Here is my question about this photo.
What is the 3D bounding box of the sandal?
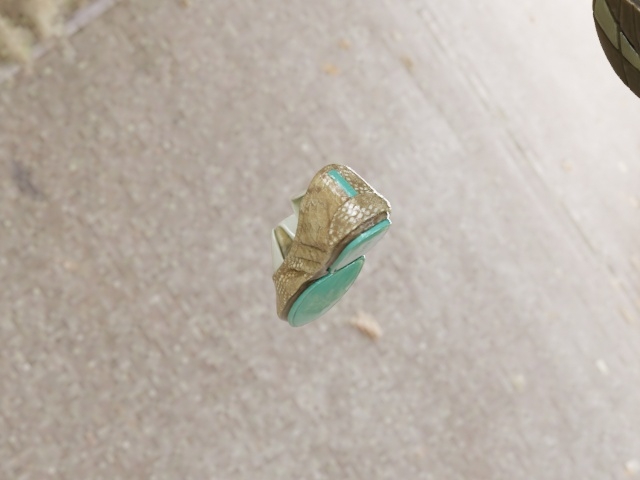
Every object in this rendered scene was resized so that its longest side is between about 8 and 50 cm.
[{"bbox_3d":[0.309,-0.136,1.276,0.219,0.060,0.090,36,-30,22],"label":"sandal"}]

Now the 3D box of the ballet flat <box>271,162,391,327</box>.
[{"bbox_3d":[0.000,0.000,1.160,0.067,0.073,0.206,56,-26,11],"label":"ballet flat"}]
